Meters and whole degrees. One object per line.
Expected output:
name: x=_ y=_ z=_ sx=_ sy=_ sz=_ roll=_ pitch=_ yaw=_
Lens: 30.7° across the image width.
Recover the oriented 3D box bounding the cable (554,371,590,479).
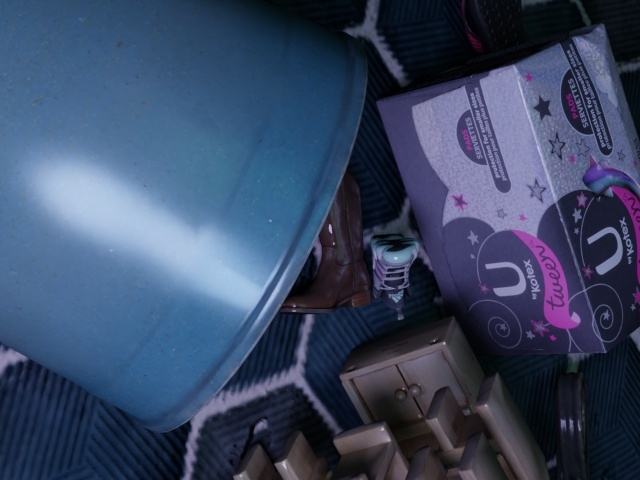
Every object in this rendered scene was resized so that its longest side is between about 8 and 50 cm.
cable: x=0.253 y=0.271 z=1.086 sx=0.139 sy=0.072 sz=0.287 roll=41 pitch=54 yaw=-55

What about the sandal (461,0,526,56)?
sandal: x=0.159 y=-0.201 z=1.090 sx=0.067 sy=0.040 sz=0.179 roll=-31 pitch=120 yaw=-32

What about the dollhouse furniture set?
dollhouse furniture set: x=0.070 y=0.193 z=0.866 sx=0.161 sy=0.212 sz=0.242 roll=61 pitch=27 yaw=-15

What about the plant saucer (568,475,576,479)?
plant saucer: x=0.147 y=0.334 z=0.888 sx=0.317 sy=0.044 sz=0.317 roll=-57 pitch=161 yaw=-32

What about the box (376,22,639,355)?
box: x=0.181 y=-0.038 z=1.004 sx=0.142 sy=0.163 sz=0.247 roll=-29 pitch=103 yaw=-39

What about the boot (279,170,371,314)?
boot: x=0.000 y=0.000 z=0.933 sx=0.106 sy=0.037 sz=0.114 roll=-9 pitch=94 yaw=-53

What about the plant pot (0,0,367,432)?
plant pot: x=-0.153 y=-0.062 z=0.688 sx=0.255 sy=0.272 sz=0.271 roll=28 pitch=68 yaw=-18

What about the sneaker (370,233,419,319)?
sneaker: x=0.062 y=0.032 z=0.952 sx=0.038 sy=0.098 sz=0.069 roll=-4 pitch=95 yaw=1
